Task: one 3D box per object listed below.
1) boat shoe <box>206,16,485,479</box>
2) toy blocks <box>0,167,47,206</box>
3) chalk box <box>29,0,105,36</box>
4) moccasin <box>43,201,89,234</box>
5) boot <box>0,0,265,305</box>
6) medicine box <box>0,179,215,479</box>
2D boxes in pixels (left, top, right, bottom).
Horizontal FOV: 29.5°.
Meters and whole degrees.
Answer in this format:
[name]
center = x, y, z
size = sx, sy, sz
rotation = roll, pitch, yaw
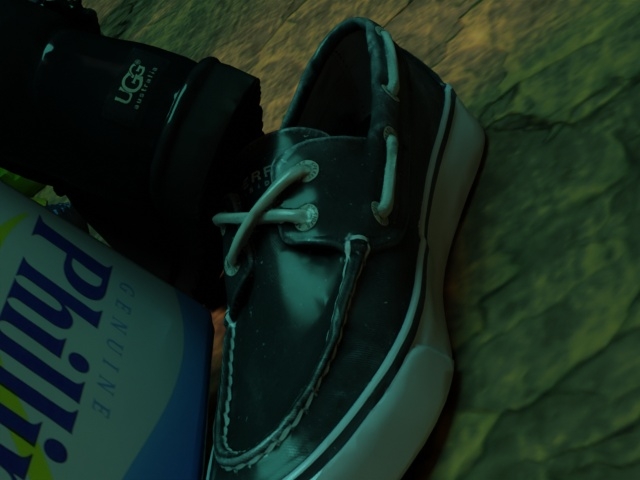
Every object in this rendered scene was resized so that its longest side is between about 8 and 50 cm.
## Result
[boat shoe]
center = 0.000, 0.000, 0.529
size = 0.108, 0.102, 0.301
rotation = -25, 28, 35
[toy blocks]
center = -0.417, -0.086, 1.146
size = 0.190, 0.261, 0.381
rotation = -39, 22, 6
[chalk box]
center = -0.358, -0.232, 1.482
size = 0.213, 0.132, 0.132
rotation = -26, 27, 31
[moccasin]
center = -0.333, -0.005, 0.910
size = 0.342, 0.117, 0.137
rotation = -7, 6, 21
[boot]
center = -0.135, -0.060, 0.611
size = 0.246, 0.207, 0.094
rotation = 100, -164, -74
[medicine box]
center = -0.201, 0.071, 0.462
size = 0.149, 0.289, 0.263
rotation = -51, 19, 21
